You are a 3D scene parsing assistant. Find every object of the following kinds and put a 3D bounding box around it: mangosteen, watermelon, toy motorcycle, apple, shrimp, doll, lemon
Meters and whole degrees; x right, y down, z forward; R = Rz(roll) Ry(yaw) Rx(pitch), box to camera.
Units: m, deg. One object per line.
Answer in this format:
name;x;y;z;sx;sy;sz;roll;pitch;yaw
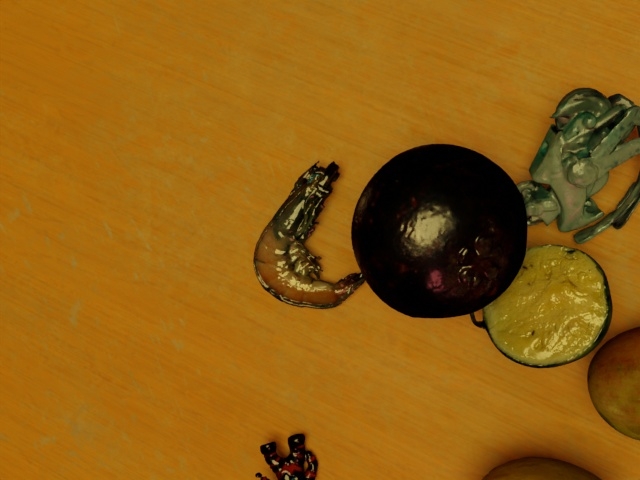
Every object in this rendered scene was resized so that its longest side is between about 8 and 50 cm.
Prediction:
mangosteen;0.196;-0.025;1.233;0.297;0.313;0.297;3;121;5
watermelon;0.386;0.121;1.268;0.232;0.127;0.204;-32;59;20
toy motorcycle;0.448;-0.118;1.246;0.206;0.154;0.260;20;113;-6
apple;0.534;0.232;1.203;0.196;0.196;0.196;0;92;15
shrimp;0.000;0.000;1.409;0.222;0.054;0.290;29;102;14
doll;-0.046;0.503;1.421;0.127;0.088;0.248;-12;85;15
lemon;0.377;0.478;1.232;0.263;0.236;0.236;31;99;6
